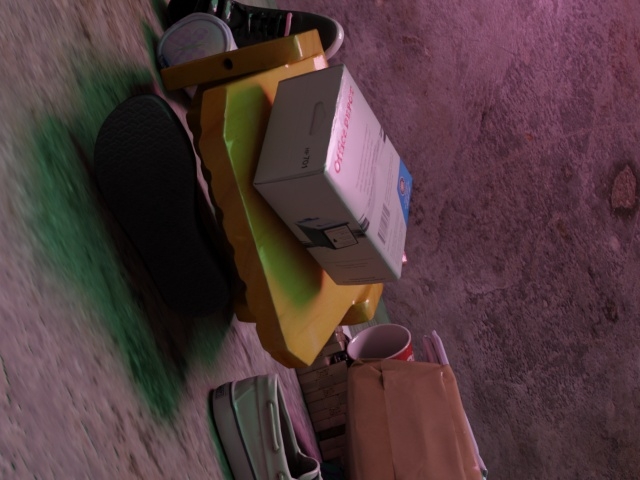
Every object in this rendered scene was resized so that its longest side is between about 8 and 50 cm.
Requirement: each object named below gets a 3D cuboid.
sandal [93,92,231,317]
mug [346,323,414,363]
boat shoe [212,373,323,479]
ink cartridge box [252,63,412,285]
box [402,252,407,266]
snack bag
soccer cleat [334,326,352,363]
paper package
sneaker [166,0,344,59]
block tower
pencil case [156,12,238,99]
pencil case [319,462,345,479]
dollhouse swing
[{"bbox_3d":[-0.161,-0.032,0.786,0.054,0.097,0.254,-93,173,-57],"label":"sandal"},{"bbox_3d":[0.109,0.256,1.347,0.113,0.150,0.169,19,-46,52],"label":"mug"},{"bbox_3d":[-0.039,0.280,0.884,0.096,0.088,0.267,-37,108,-82],"label":"boat shoe"},{"bbox_3d":[0.022,-0.061,0.786,0.190,0.082,0.139,50,41,-45],"label":"ink cartridge box"},{"bbox_3d":[0.000,0.000,1.226,0.232,0.127,0.148,1,62,-40],"label":"box"},{"bbox_3d":[0.227,0.381,1.312,0.342,0.037,0.323,-100,-178,-58],"label":"snack bag"},{"bbox_3d":[-0.001,0.153,1.477,0.116,0.109,0.318,127,-57,-71],"label":"soccer cleat"},{"bbox_3d":[0.122,0.393,1.113,0.309,0.168,0.324,-93,-176,-60],"label":"paper package"},{"bbox_3d":[-0.118,-0.341,1.222,0.147,0.296,0.104,25,75,-64],"label":"sneaker"},{"bbox_3d":[0.010,0.223,1.348,0.097,0.091,0.335,35,36,-78],"label":"block tower"},{"bbox_3d":[-0.152,-0.243,1.203,0.124,0.113,0.273,57,3,16],"label":"pencil case"},{"bbox_3d":[0.004,0.368,1.057,0.070,0.064,0.151,33,12,-3],"label":"pencil case"},{"bbox_3d":[-0.106,-0.039,0.907,0.305,0.315,0.346,-35,115,-49],"label":"dollhouse swing"}]
